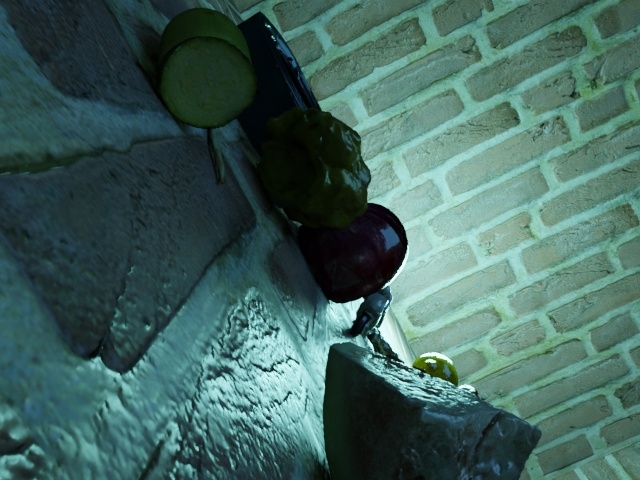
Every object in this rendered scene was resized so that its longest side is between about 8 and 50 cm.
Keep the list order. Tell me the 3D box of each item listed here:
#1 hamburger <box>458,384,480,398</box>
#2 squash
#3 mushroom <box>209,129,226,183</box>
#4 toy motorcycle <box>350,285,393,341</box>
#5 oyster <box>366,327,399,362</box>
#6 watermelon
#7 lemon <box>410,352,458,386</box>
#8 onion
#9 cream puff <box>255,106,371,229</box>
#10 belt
[{"bbox_3d":[0.353,0.521,1.540,0.260,0.211,0.245,55,15,-78],"label":"hamburger"},{"bbox_3d":[-0.174,-0.272,0.849,0.132,0.133,0.247,59,6,-37],"label":"squash"},{"bbox_3d":[-0.174,-0.178,0.933,0.028,0.026,0.286,35,27,-42],"label":"mushroom"},{"bbox_3d":[0.129,0.172,1.428,0.074,0.151,0.229,31,5,14],"label":"toy motorcycle"},{"bbox_3d":[0.162,0.282,1.629,0.165,0.053,0.108,57,-5,10],"label":"oyster"},{"bbox_3d":[0.112,0.256,0.690,0.193,0.232,0.310,15,57,-34],"label":"watermelon"},{"bbox_3d":[0.415,0.512,2.121,0.244,0.187,0.186,59,8,-48],"label":"lemon"},{"bbox_3d":[0.090,0.016,1.349,0.256,0.231,0.272,-107,175,-53],"label":"onion"},{"bbox_3d":[-0.031,-0.141,1.177,0.282,0.185,0.281,46,-32,40],"label":"cream puff"},{"bbox_3d":[-0.105,-0.332,1.416,0.436,0.173,0.300,60,15,4],"label":"belt"}]
